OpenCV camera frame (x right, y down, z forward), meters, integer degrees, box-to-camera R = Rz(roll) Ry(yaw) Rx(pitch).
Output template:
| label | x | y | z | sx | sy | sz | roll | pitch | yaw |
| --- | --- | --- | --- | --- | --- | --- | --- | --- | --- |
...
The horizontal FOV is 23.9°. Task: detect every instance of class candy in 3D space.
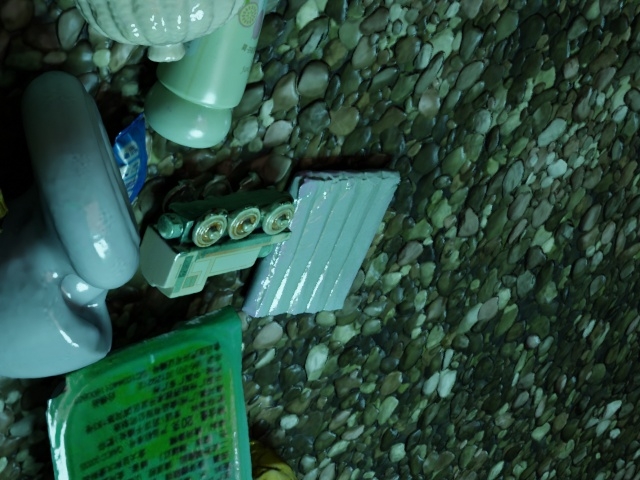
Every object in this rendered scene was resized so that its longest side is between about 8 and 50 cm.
| label | x | y | z | sx | sy | sz | roll | pitch | yaw |
| --- | --- | --- | --- | --- | --- | --- | --- | --- | --- |
| candy | -0.204 | -0.064 | 1.573 | 0.088 | 0.038 | 0.136 | -68 | 171 | -65 |

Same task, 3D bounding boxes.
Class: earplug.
| label | x | y | z | sx | sy | sz | roll | pitch | yaw |
| --- | --- | --- | --- | --- | --- | --- | --- | --- | --- |
| earplug | -0.262 | -0.006 | 1.453 | 0.175 | 0.214 | 0.325 | 6 | 126 | -22 |

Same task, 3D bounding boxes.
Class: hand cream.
| label | x | y | z | sx | sy | sz | roll | pitch | yaw |
| --- | --- | --- | --- | --- | --- | --- | --- | --- | --- |
| hand cream | -0.093 | -0.244 | 1.530 | 0.147 | 0.093 | 0.306 | -62 | 174 | -72 |

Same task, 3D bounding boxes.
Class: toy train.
| label | x | y | z | sx | sy | sz | roll | pitch | yaw |
| --- | --- | --- | --- | --- | --- | --- | --- | --- | --- |
| toy train | -0.113 | -0.009 | 1.709 | 0.194 | 0.081 | 0.125 | -11 | 136 | -44 |

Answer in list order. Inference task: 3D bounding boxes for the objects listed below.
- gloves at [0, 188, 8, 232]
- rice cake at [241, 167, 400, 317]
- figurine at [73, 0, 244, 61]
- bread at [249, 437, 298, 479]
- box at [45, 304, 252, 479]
| label | x | y | z | sx | sy | sz | roll | pitch | yaw |
| --- | --- | --- | --- | --- | --- | --- | --- | --- | --- |
| gloves | -0.374 | -0.126 | 1.254 | 0.203 | 0.155 | 0.356 | -74 | 158 | -60 |
| rice cake | 0.000 | 0.000 | 1.860 | 0.189 | 0.037 | 0.198 | -3 | 120 | -45 |
| figurine | -0.123 | -0.328 | 1.360 | 0.204 | 0.185 | 0.332 | 26 | 106 | -17 |
| bread | -0.151 | 0.394 | 1.936 | 0.294 | 0.132 | 0.167 | -33 | 132 | -22 |
| box | -0.211 | 0.257 | 1.745 | 0.264 | 0.106 | 0.337 | -18 | 116 | -36 |
